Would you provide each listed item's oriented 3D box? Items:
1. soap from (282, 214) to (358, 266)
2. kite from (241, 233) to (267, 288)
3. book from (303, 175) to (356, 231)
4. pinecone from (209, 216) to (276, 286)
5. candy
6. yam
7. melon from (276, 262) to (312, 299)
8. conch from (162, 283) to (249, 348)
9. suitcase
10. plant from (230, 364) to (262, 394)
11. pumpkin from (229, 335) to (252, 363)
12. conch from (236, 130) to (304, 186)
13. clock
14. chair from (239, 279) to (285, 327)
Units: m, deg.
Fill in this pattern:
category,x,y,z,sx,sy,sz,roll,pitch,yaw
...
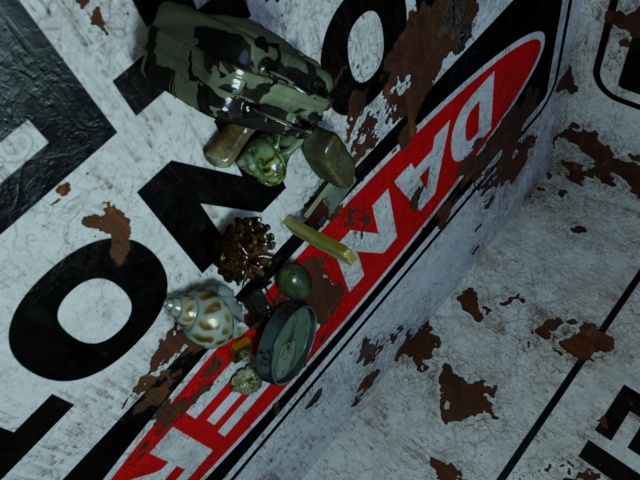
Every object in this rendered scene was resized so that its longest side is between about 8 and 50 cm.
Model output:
category,x,y,z,sx,sy,sz,roll,pitch,yaw
soap,0.000,0.001,1.744,0.037,0.252,0.092,-56,150,-9
kite,-0.208,0.072,1.683,0.160,0.010,0.183,-51,-163,54
book,0.035,-0.142,1.871,0.232,0.022,0.162,-54,161,-7
pinecone,-0.205,0.023,1.536,0.150,0.179,0.195,41,57,-32
candy,0.025,-0.246,1.691,0.102,0.104,0.234,-59,152,-7
yam,-0.148,-0.319,1.381,0.357,0.081,0.081,-53,151,-7
melon,-0.084,0.140,1.896,0.114,0.114,0.167,-47,147,-17
conch,-0.316,0.209,1.579,0.148,0.183,0.275,-25,143,7
suitcase,-0.132,-0.326,1.128,0.351,0.339,0.194,-1,120,-55
plant,-0.269,0.506,2.043,0.116,0.104,0.122,-1,158,-17
pumpkin,-0.266,0.374,1.917,0.074,0.054,0.083,-30,147,-32
conch,-0.127,-0.232,1.433,0.181,0.124,0.187,-58,163,-52
clock,-0.116,0.369,2.054,0.319,0.066,0.319,-41,139,-47
chair,-0.212,0.215,1.833,0.084,0.101,0.212,-28,177,-39
